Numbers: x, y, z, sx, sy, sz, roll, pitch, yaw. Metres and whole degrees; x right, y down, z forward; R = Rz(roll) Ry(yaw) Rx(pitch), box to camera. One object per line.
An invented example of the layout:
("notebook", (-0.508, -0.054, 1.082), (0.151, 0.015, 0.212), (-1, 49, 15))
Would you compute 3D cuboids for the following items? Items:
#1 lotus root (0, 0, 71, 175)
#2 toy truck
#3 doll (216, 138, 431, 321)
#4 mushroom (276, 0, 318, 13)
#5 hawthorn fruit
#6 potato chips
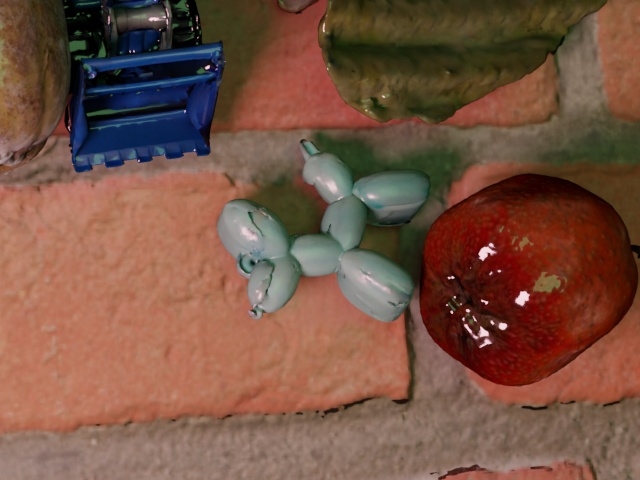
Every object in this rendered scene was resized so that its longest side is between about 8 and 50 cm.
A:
("lotus root", (-0.263, -0.199, 1.369), (0.140, 0.158, 0.322), (-6, 77, -16))
("toy truck", (-0.140, -0.163, 1.415), (0.113, 0.126, 0.208), (-10, 86, -18))
("doll", (0.000, 0.000, 1.464), (0.158, 0.059, 0.159), (20, 64, -4))
("mushroom", (-0.004, -0.223, 1.522), (0.049, 0.019, 0.101), (30, 74, -11))
("hawthorn fruit", (0.175, 0.024, 1.476), (0.194, 0.157, 0.157), (-16, 87, -28))
("potato chips", (0.092, -0.306, 1.518), (0.389, 0.097, 0.373), (-35, 93, -23))
